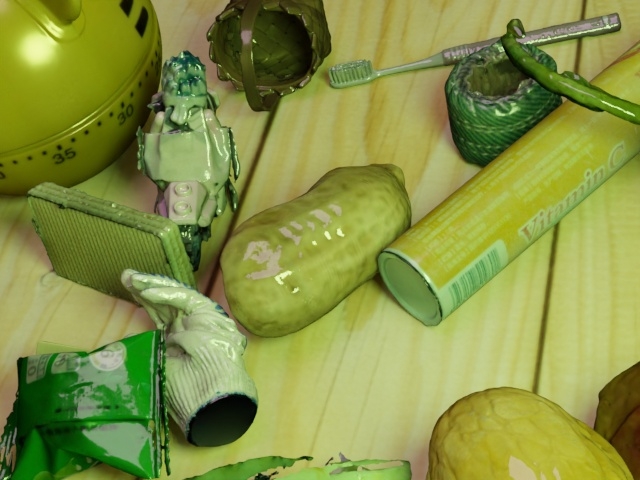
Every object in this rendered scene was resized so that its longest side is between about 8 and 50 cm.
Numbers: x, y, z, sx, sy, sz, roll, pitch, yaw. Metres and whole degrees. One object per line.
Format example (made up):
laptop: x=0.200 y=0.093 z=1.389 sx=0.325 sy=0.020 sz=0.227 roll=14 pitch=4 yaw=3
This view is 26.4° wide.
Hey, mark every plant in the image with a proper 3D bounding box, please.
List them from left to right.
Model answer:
plant: x=0.342 y=-0.089 z=1.294 sx=0.333 sy=0.180 sz=0.251 roll=-2 pitch=35 yaw=7

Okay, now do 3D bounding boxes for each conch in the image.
conch: x=-0.059 y=0.239 z=1.148 sx=0.137 sy=0.143 sz=0.250 roll=51 pitch=52 yaw=3

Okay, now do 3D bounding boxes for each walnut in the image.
walnut: x=0.163 y=0.203 z=1.074 sx=0.159 sy=0.159 sz=0.207 roll=-26 pitch=38 yaw=-9

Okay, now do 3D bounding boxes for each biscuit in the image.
biscuit: x=-0.220 y=0.008 z=1.446 sx=0.199 sy=0.121 sz=0.040 roll=17 pitch=49 yaw=32

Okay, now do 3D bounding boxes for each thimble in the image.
thimble: x=0.202 y=-0.151 z=1.495 sx=0.118 sy=0.090 sz=0.135 roll=25 pitch=55 yaw=35

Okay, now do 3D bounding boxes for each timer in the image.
timer: x=-0.361 y=-0.250 z=1.572 sx=0.376 sy=0.387 sz=0.376 roll=-9 pitch=45 yaw=10

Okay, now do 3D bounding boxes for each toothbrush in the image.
toothbrush: x=0.181 y=-0.229 z=1.629 sx=0.353 sy=0.029 sz=0.024 roll=-10 pitch=55 yaw=7

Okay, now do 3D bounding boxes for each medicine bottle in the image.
medicine bottle: x=0.239 y=-0.078 z=1.390 sx=0.426 sy=0.108 sz=0.108 roll=-38 pitch=45 yaw=-21

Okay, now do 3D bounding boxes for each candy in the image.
candy: x=-0.228 y=0.164 z=1.284 sx=0.203 sy=0.078 sz=0.141 roll=-14 pitch=77 yaw=25

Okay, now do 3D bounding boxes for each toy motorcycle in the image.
toy motorcycle: x=-0.149 y=-0.106 z=1.482 sx=0.108 sy=0.204 sz=0.239 roll=-13 pitch=44 yaw=-11

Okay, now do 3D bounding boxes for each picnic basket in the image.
picnic basket: x=-0.069 y=-0.228 z=1.638 sx=0.137 sy=0.128 sz=0.178 roll=-4 pitch=34 yaw=17

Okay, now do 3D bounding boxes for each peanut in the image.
peanut: x=0.000 y=0.000 z=1.378 sx=0.253 sy=0.122 sz=0.137 roll=-36 pitch=20 yaw=-23

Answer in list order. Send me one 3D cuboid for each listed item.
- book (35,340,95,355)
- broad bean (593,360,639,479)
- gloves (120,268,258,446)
book: x=-0.240 y=0.145 z=1.356 sx=0.110 sy=0.014 sz=0.077 roll=7 pitch=84 yaw=25
broad bean: x=0.332 y=0.165 z=1.092 sx=0.228 sy=0.122 sz=0.156 roll=5 pitch=72 yaw=32
gloves: x=-0.134 y=0.108 z=1.331 sx=0.119 sy=0.097 sz=0.229 roll=-46 pitch=54 yaw=11
